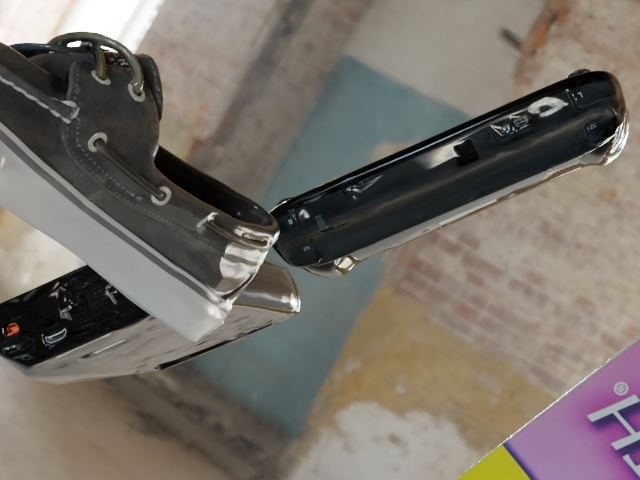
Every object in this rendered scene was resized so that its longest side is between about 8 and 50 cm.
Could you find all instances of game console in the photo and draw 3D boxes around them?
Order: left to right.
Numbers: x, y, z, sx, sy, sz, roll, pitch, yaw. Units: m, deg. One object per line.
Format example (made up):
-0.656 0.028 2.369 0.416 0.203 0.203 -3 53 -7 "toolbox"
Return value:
0.000 0.000 0.781 0.213 0.361 0.044 21 47 -75 "game console"

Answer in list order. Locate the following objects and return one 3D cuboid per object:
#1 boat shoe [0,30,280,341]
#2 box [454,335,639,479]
-0.088 -0.039 0.537 0.080 0.076 0.228 42 -2 46 "boat shoe"
0.205 0.125 0.547 0.213 0.243 0.117 52 -1 34 "box"
